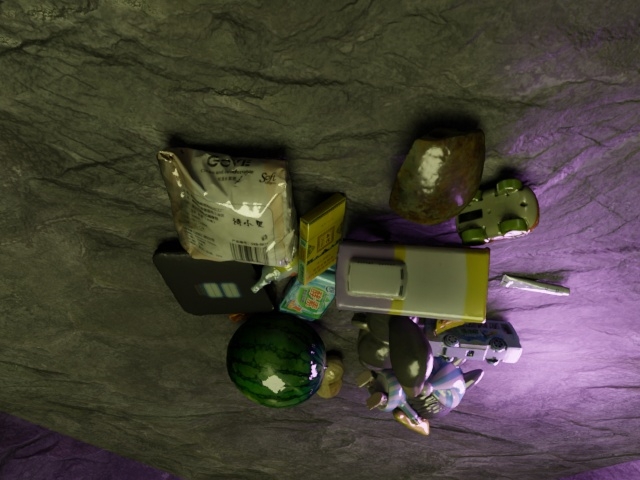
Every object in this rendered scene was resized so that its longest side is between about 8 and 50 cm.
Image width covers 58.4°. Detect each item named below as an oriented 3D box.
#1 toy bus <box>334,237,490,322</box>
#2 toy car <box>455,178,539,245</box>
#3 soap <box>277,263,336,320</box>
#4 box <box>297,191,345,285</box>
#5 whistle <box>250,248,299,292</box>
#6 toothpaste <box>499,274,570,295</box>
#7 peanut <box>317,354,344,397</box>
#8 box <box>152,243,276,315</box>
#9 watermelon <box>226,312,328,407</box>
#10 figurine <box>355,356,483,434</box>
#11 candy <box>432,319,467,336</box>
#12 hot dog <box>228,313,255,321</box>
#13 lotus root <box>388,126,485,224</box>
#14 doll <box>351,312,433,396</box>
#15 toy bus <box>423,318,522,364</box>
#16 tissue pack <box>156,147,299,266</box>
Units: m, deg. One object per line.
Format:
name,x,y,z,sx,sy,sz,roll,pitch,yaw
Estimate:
toy bus,0.250,0.107,1.621,0.439,0.210,0.249,4,-177,15
toy car,0.503,-0.058,1.563,0.235,0.145,0.235,0,164,0
soap,-0.031,0.165,1.907,0.156,0.077,0.293,18,137,-12
box,0.000,0.001,1.682,0.041,0.153,0.279,39,146,26
whistle,-0.123,0.087,1.770,0.223,0.123,0.123,-45,122,8
toothpaste,0.688,0.146,1.836,0.218,0.033,0.052,9,134,1
peanut,0.027,0.550,2.294,0.125,0.111,0.275,9,137,4
box,-0.344,0.129,1.898,0.350,0.091,0.359,-4,137,13
watermelon,-0.151,0.421,2.015,0.362,0.363,0.363,3,137,3
figurine,0.385,0.486,2.110,0.361,0.266,0.378,27,111,-41
candy,0.429,0.187,1.852,0.187,0.081,0.297,-19,132,-2
hot dog,-0.279,0.263,2.077,0.122,0.037,0.049,-19,120,18
lotus root,0.290,-0.145,1.455,0.210,0.142,0.314,20,133,17
doll,0.228,0.352,1.864,0.252,0.379,0.383,-2,127,7
toy bus,0.520,0.346,1.993,0.329,0.136,0.109,4,135,3
tissue pack,-0.248,-0.081,1.583,0.375,0.195,0.390,6,137,6
